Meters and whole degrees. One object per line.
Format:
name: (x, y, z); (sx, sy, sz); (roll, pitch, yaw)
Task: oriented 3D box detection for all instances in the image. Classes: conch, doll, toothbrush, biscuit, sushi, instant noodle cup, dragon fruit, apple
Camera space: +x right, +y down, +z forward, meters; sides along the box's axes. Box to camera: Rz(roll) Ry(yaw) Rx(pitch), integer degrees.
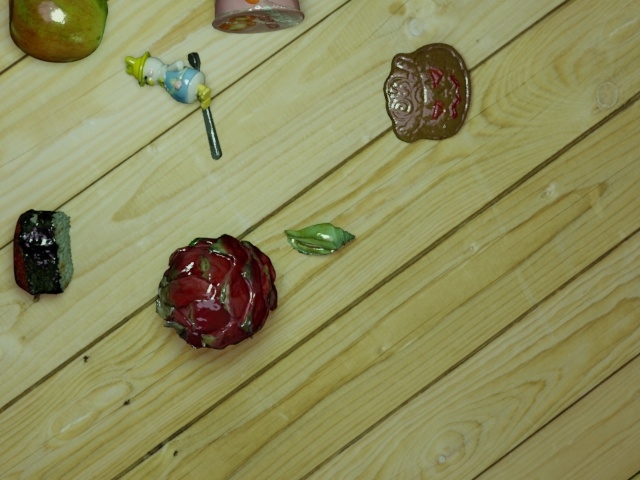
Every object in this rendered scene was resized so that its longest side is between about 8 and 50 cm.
conch: (0.002, -0.003, 1.975); (0.200, 0.079, 0.095); (-8, 114, 9)
doll: (-0.400, -0.427, 1.809); (0.240, 0.135, 0.099); (19, 94, 0)
toothbrush: (-0.317, -0.366, 1.882); (0.030, 0.030, 0.298); (-8, 103, 17)
biscuit: (0.310, -0.423, 1.971); (0.257, 0.049, 0.273); (-9, 99, -8)
sushi: (-0.734, 0.032, 1.823); (0.126, 0.136, 0.225); (7, 103, -2)
instant noodle cup: (-0.172, -0.673, 1.756); (0.242, 0.243, 0.232); (-7, 95, -8)
dragon fruit: (-0.271, 0.134, 1.836); (0.328, 0.329, 0.330); (-2, 100, -9)
apple: (-0.653, -0.561, 1.713); (0.226, 0.246, 0.246); (6, 99, -30)
